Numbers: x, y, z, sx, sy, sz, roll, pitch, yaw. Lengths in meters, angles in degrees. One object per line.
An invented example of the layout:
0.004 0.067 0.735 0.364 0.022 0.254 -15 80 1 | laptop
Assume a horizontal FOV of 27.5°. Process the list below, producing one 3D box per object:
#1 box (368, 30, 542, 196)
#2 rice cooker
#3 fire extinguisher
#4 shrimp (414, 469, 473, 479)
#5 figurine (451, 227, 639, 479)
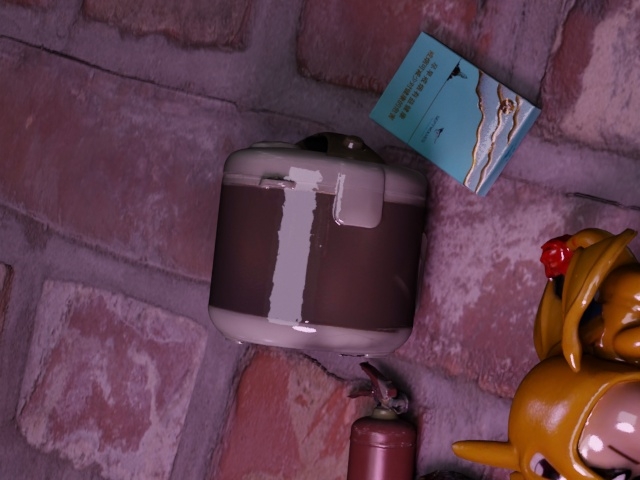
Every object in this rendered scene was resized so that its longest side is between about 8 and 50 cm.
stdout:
0.204 -0.195 2.014 0.229 0.041 0.162 38 105 25 | box
0.000 0.000 1.967 0.335 0.335 0.325 5 90 28 | rice cooker
0.080 0.358 2.022 0.147 0.107 0.336 3 87 53 | fire extinguisher
0.276 0.472 1.897 0.372 0.137 0.172 41 142 32 | shrimp
0.375 0.169 1.740 0.268 0.401 0.387 25 84 -6 | figurine
